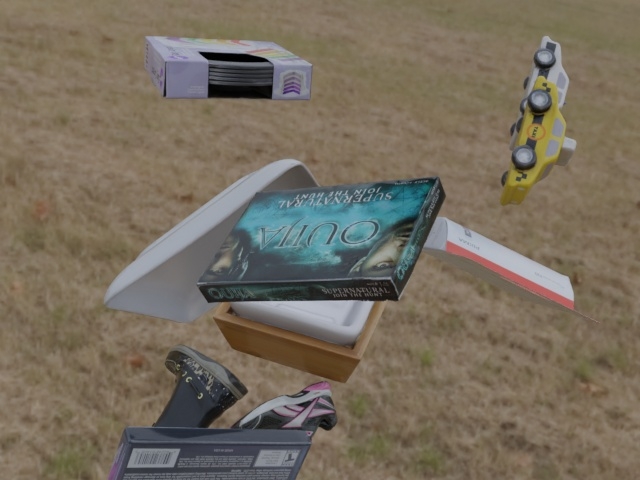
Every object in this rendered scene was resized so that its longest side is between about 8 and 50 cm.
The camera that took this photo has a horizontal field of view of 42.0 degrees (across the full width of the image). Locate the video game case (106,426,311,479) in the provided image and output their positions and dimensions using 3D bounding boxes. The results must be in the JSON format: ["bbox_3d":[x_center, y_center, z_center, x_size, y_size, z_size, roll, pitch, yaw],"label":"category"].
[{"bbox_3d":[-0.143,0.307,0.869,0.196,0.274,0.026,9,27,-30],"label":"video game case"}]

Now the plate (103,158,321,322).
[{"bbox_3d":[-0.114,0.003,1.051,0.045,0.278,0.277,55,5,15],"label":"plate"}]

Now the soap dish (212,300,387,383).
[{"bbox_3d":[-0.007,0.085,1.312,0.228,0.118,0.291,15,36,13],"label":"soap dish"}]

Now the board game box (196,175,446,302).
[{"bbox_3d":[0.000,0.000,0.698,0.186,0.026,0.126,-4,39,31],"label":"board game box"}]

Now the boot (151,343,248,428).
[{"bbox_3d":[-0.240,0.274,1.390,0.179,0.085,0.236,-50,30,-20],"label":"boot"}]

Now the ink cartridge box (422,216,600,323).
[{"bbox_3d":[0.238,0.031,1.059,0.189,0.066,0.232,25,-5,-8],"label":"ink cartridge box"}]

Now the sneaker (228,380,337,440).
[{"bbox_3d":[-0.044,0.265,1.213,0.178,0.072,0.077,-15,71,-32],"label":"sneaker"}]

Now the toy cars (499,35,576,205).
[{"bbox_3d":[0.354,-0.188,1.315,0.087,0.177,0.394,17,33,7],"label":"toy cars"}]

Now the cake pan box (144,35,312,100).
[{"bbox_3d":[-0.164,-0.293,1.423,0.245,0.070,0.267,-3,22,-17],"label":"cake pan box"}]
